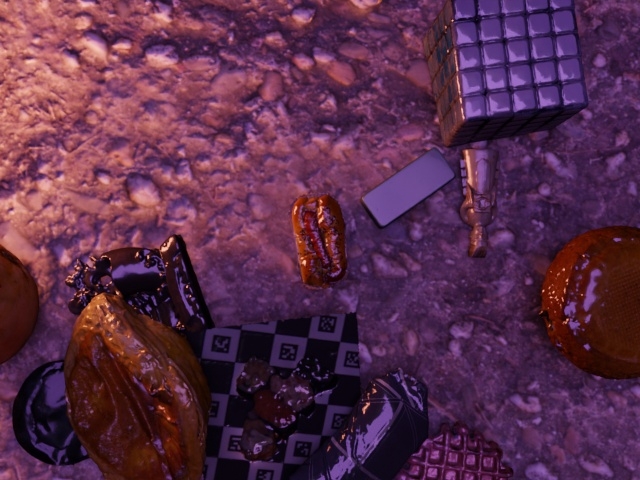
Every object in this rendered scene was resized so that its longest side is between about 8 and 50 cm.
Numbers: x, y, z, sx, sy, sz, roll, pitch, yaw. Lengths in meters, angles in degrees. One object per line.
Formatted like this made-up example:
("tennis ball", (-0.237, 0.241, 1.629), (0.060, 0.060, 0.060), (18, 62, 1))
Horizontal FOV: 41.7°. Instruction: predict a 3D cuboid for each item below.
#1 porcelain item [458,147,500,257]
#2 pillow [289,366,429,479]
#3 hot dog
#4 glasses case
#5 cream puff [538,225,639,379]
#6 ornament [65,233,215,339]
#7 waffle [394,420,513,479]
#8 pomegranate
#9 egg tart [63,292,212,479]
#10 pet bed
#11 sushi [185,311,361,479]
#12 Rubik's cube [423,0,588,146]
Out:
("porcelain item", (0.312, -0.073, 1.656), (0.084, 0.054, 0.213), (2, 87, -1))
("pillow", (0.082, 0.392, 1.568), (0.335, 0.092, 0.161), (-47, 109, -3))
("hot dog", (0.000, 0.000, 1.634), (0.108, 0.059, 0.191), (-9, 88, 1))
("glasses case", (0.172, -0.103, 1.657), (0.184, 0.039, 0.077), (-35, 88, -5))
("cream puff", (0.551, 0.115, 1.580), (0.303, 0.212, 0.303), (0, 89, -12))
("ornament", (-0.349, 0.125, 1.591), (0.260, 0.106, 0.251), (-21, 90, 3))
("waffle", (0.262, 0.468, 1.613), (0.221, 0.055, 0.234), (-35, 88, -5))
("pomegranate", (-0.647, 0.126, 1.505), (0.252, 0.229, 0.270), (38, 90, 1))
("egg tart", (-0.312, 0.279, 1.481), (0.351, 0.153, 0.339), (38, 123, 20))
("pet bed", (-0.483, 0.327, 1.586), (0.201, 0.053, 0.201), (0, 85, -2))
("sushi", (-0.081, 0.300, 1.597), (0.320, 0.069, 0.339), (-8, 102, -12))
("Rubik's cube", (0.341, -0.321, 1.585), (0.238, 0.237, 0.236), (-8, 87, -3))
